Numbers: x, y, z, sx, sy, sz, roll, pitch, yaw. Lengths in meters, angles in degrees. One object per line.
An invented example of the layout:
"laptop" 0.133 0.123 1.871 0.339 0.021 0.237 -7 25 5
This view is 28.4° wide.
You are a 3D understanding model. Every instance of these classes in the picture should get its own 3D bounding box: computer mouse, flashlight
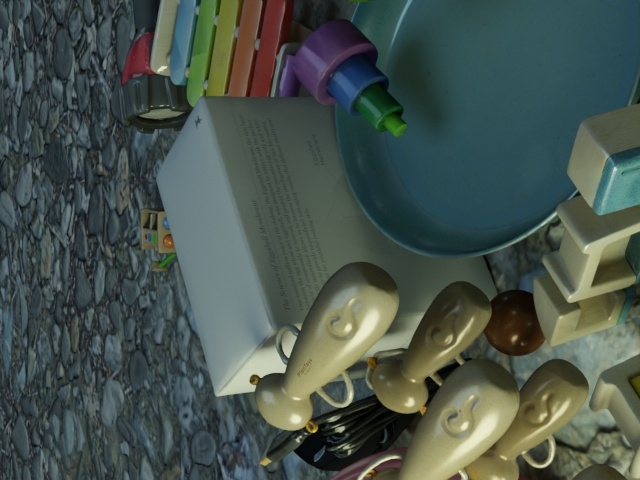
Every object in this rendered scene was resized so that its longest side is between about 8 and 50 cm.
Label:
"computer mouse" 0.017 0.183 1.151 0.262 0.184 0.060 -33 77 56
"flashlight" -0.208 -0.290 1.573 0.103 0.103 0.304 -14 75 28

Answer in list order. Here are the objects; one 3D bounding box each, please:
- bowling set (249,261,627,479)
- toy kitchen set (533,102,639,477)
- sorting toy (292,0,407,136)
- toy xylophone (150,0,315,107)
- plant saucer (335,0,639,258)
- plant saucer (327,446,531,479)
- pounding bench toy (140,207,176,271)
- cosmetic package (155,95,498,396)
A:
"bowling set" 0.115 0.133 0.973 0.287 0.200 0.154 42 118 14
"toy kitchen set" 0.245 0.031 0.845 0.207 0.122 0.166 93 155 -52
"sorting toy" 0.089 -0.216 0.925 0.126 0.127 0.365 48 136 23
"toy xylophone" -0.088 -0.165 1.378 0.323 0.081 0.236 26 112 56
"plant saucer" 0.133 -0.139 0.991 0.318 0.044 0.317 -17 67 46
"plant saucer" 0.071 0.331 1.018 0.332 0.084 0.332 -9 73 32
"pounding bench toy" -0.191 0.002 1.601 0.065 0.052 0.083 11 102 58
"cosmetic package" 0.000 0.000 1.112 0.138 0.225 0.224 -50 51 49
